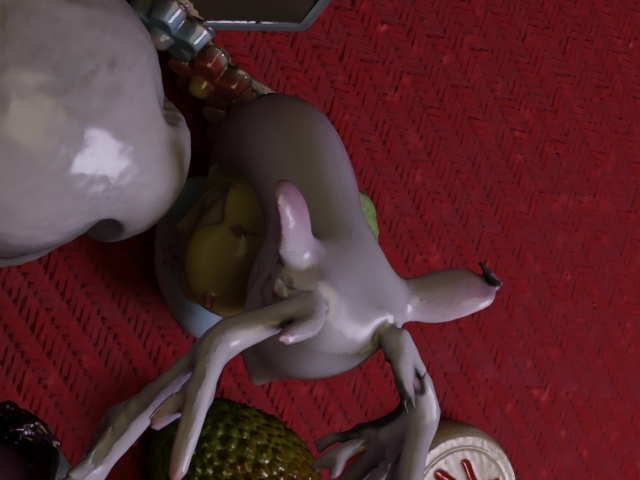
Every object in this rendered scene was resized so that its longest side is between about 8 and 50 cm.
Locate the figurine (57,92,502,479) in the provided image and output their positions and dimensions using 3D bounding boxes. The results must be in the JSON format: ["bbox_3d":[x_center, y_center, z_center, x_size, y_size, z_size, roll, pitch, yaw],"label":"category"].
[{"bbox_3d":[-0.023,0.075,0.876,0.206,0.315,0.284,26,97,-10],"label":"figurine"}]

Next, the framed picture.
[{"bbox_3d":[-0.034,-0.186,0.979,0.142,0.183,0.011,-3,68,-29],"label":"framed picture"}]

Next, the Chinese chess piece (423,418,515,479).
[{"bbox_3d":[0.094,0.199,1.169,0.122,0.051,0.122,-4,99,-29],"label":"Chinese chess piece"}]

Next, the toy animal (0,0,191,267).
[{"bbox_3d":[-0.173,-0.094,0.833,0.206,0.265,0.271,-37,113,0],"label":"toy animal"}]

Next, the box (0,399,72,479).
[{"bbox_3d":[-0.295,0.198,0.873,0.167,0.193,0.294,35,79,-23],"label":"box"}]

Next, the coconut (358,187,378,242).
[{"bbox_3d":[0.000,0.000,1.069,0.088,0.088,0.096,24,59,-30],"label":"coconut"}]

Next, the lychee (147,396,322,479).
[{"bbox_3d":[-0.057,0.172,1.047,0.114,0.114,0.146,-42,96,-18],"label":"lychee"}]

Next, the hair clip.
[{"bbox_3d":[-0.069,-0.107,1.012,0.214,0.062,0.056,41,65,-48],"label":"hair clip"}]
